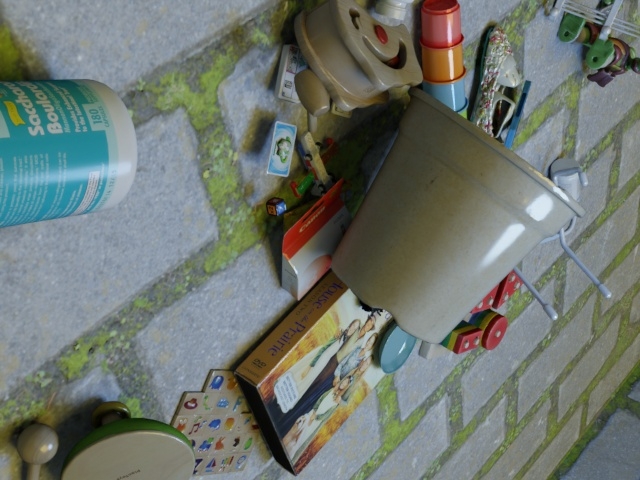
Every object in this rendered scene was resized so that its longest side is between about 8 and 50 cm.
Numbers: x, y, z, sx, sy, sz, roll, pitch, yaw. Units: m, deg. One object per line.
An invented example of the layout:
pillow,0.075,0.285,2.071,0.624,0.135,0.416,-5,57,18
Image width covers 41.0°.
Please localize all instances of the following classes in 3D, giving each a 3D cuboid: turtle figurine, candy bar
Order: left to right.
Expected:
candy bar,-0.002,-0.057,1.399,0.161,0.018,0.040,-30,138,-38
turtle figurine,0.655,-0.450,1.834,0.266,0.274,0.198,-8,85,-45

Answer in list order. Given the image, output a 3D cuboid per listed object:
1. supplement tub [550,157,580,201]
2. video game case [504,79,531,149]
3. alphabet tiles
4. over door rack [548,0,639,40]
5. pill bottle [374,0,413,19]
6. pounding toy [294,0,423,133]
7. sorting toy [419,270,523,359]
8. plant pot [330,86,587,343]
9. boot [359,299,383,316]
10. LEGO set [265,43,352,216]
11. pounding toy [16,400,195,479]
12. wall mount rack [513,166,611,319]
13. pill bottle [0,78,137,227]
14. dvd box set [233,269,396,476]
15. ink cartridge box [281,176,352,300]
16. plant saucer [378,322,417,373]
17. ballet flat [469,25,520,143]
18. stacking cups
supplement tub,0.591,-0.139,2.065,0.071,0.071,0.107,-44,142,-25
video game case,0.388,-0.227,1.717,0.119,0.015,0.166,95,17,-48
alphabet tiles,-0.168,0.309,1.441,0.237,0.009,0.198,15,101,-55
over door rack,0.616,-0.549,1.664,0.108,0.239,0.324,-19,132,-77
pill bottle,0.119,-0.395,1.285,0.065,0.065,0.116,-8,119,-50
pounding toy,0.020,-0.256,1.226,0.269,0.154,0.154,-23,87,-59
sorting toy,0.362,0.146,1.943,0.255,0.089,0.257,-8,118,-50
plant pot,0.185,-0.022,1.347,0.306,0.334,0.333,-53,146,8
boot,0.118,0.073,1.511,0.099,0.045,0.121,-3,110,-44
LEGO set,-0.029,-0.156,1.289,0.182,0.060,0.245,4,97,-53
pounding toy,-0.301,0.289,1.199,0.236,0.110,0.183,-1,129,-20
wall mount rack,0.514,0.003,1.912,0.349,0.130,0.304,-14,96,-36
pill bottle,-0.326,-0.084,0.849,0.264,0.146,0.146,-15,124,-48
dvd box set,0.040,0.194,1.575,0.420,0.062,0.308,-44,142,-26
ink cartridge box,0.000,0.000,1.372,0.145,0.045,0.179,-45,164,-24
plant saucer,0.146,0.199,1.644,0.119,0.021,0.119,-32,135,-37
ballet flat,0.339,-0.285,1.633,0.091,0.077,0.241,-34,138,-51
stacking cups,0.218,-0.259,1.476,0.096,0.096,0.316,-38,139,-31
